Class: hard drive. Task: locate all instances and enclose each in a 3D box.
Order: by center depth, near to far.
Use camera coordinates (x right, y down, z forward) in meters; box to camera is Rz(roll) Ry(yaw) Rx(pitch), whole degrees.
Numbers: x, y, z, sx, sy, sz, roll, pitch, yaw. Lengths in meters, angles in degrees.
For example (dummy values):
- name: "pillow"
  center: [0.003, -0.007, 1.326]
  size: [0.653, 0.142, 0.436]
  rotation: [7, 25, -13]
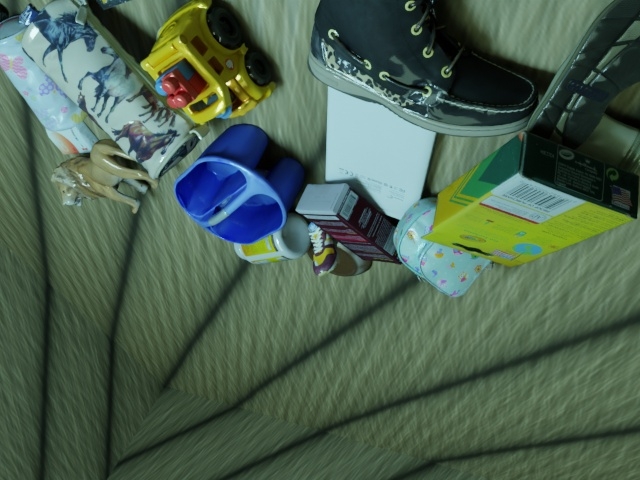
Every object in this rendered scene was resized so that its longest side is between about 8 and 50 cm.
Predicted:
- name: "hard drive"
  center: [0.113, -0.173, 1.187]
  size: [0.210, 0.040, 0.318]
  rotation: [21, 148, 13]

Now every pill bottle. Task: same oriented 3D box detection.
- name: "pill bottle"
  center: [-0.131, -0.001, 1.557]
  size: [0.215, 0.117, 0.117]
  rotation: [-10, 132, 47]

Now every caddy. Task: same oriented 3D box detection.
- name: "caddy"
  center: [-0.197, -0.110, 1.394]
  size: [0.241, 0.179, 0.341]
  rotation: [39, 147, -18]

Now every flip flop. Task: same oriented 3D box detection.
- name: "flip flop"
  center: [0.384, -0.235, 0.830]
  size: [0.112, 0.080, 0.277]
  rotation: [22, 135, -5]

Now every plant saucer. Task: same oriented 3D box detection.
- name: "plant saucer"
  center: [0.036, 0.036, 1.560]
  size: [0.199, 0.036, 0.198]
  rotation: [21, 148, 14]

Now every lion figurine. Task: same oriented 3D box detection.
- name: "lion figurine"
  center: [-0.559, -0.190, 1.589]
  size: [0.240, 0.142, 0.392]
  rotation: [29, 145, -21]

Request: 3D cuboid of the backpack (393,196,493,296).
- name: "backpack"
  center: [0.245, 0.010, 1.206]
  size: [0.188, 0.144, 0.165]
  rotation: [33, 111, -5]

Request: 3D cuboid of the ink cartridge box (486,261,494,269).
- name: "ink cartridge box"
  center: [0.353, 0.036, 1.310]
  size: [0.048, 0.028, 0.083]
  rotation: [13, 146, 25]

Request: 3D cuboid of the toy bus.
- name: "toy bus"
  center: [-0.209, -0.290, 1.092]
  size: [0.150, 0.211, 0.220]
  rotation: [-19, 128, 34]

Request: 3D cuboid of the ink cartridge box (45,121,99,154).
- name: "ink cartridge box"
  center: [-0.702, -0.312, 1.633]
  size: [0.146, 0.045, 0.179]
  rotation: [3, 143, 35]

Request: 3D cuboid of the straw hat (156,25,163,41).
- name: "straw hat"
  center: [-0.290, -0.358, 1.219]
  size: [0.145, 0.061, 0.144]
  rotation: [21, 148, 14]

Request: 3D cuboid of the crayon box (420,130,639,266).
- name: "crayon box"
  center: [0.325, -0.051, 0.998]
  size: [0.202, 0.081, 0.318]
  rotation: [18, 159, -13]

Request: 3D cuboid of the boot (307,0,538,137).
- name: "boot"
  center: [0.151, -0.317, 0.864]
  size: [0.378, 0.138, 0.284]
  rotation: [25, 149, 17]

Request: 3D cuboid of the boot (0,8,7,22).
- name: "boot"
  center: [-0.835, -0.521, 1.417]
  size: [0.161, 0.083, 0.247]
  rotation: [43, 140, -12]

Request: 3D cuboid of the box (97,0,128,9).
- name: "box"
  center: [-0.356, -0.512, 1.063]
  size: [0.233, 0.044, 0.159]
  rotation: [2, 140, 37]

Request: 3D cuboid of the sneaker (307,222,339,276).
- name: "sneaker"
  center: [0.000, 0.000, 1.391]
  size: [0.070, 0.185, 0.084]
  rotation: [-28, 123, 31]

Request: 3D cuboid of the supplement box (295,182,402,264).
- name: "supplement box"
  center: [0.077, -0.034, 1.325]
  size: [0.239, 0.073, 0.130]
  rotation: [37, 161, -36]

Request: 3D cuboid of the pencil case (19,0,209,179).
- name: "pencil case"
  center: [-0.405, -0.308, 1.208]
  size: [0.410, 0.160, 0.183]
  rotation: [45, 136, 0]

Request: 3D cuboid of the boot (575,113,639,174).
- name: "boot"
  center: [0.416, -0.125, 0.978]
  size: [0.165, 0.077, 0.213]
  rotation: [26, 142, 3]

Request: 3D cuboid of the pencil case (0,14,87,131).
- name: "pencil case"
  center: [-0.663, -0.388, 1.422]
  size: [0.124, 0.113, 0.273]
  rotation: [-11, 137, 10]
